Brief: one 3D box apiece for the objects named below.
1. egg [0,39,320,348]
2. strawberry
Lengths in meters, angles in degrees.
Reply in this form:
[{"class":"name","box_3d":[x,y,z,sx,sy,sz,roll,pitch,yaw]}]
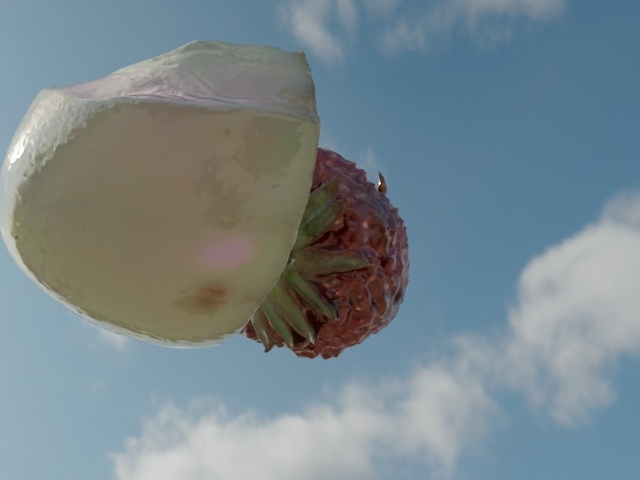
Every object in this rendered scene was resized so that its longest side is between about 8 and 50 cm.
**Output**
[{"class":"egg","box_3d":[-0.136,-0.031,0.555,0.162,0.206,0.271,8,-5,-29]},{"class":"strawberry","box_3d":[0.001,-0.002,1.033,0.292,0.343,0.292,6,-76,26]}]
